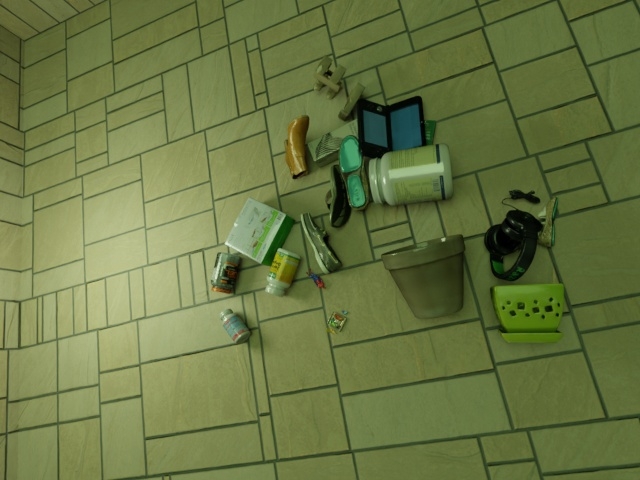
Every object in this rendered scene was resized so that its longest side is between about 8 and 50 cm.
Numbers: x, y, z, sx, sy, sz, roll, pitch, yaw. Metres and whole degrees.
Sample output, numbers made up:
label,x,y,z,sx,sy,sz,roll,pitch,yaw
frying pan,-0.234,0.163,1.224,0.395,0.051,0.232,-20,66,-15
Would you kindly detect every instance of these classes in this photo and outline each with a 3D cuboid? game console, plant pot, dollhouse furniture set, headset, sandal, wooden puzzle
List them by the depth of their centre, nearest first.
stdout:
label,x,y,z,sx,sy,sz,roll,pitch,yaw
plant pot,0.756,0.266,1.545,0.229,0.227,0.206,-4,83,18
headset,0.764,-0.027,1.618,0.186,0.243,0.393,14,63,-3
plant pot,0.433,0.147,1.659,0.324,0.323,0.280,-16,90,15
wooden puzzle,0.072,0.361,1.864,0.079,0.014,0.116,19,84,21
game console,0.313,-0.518,1.881,0.173,0.251,0.292,-31,56,57
sandal,0.073,-0.202,1.953,0.086,0.120,0.302,-14,70,45
dollhouse furniture set,0.063,-0.715,2.009,0.242,0.212,0.160,31,88,-5

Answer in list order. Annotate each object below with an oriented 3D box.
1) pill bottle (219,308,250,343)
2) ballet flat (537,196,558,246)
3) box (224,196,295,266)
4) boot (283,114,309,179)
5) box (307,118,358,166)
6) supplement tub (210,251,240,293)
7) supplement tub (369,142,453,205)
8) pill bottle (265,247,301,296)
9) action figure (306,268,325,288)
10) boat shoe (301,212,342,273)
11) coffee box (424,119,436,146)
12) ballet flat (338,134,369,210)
label,x,y,z,sx,sy,sz,roll,pitch,yaw
pill bottle,-0.406,0.401,1.979,0.087,0.087,0.160,-45,68,5
ballet flat,0.891,-0.076,1.656,0.067,0.073,0.206,5,75,34
box,-0.292,-0.041,2.018,0.231,0.127,0.261,25,87,23
boot,-0.094,-0.429,1.980,0.104,0.295,0.211,-11,75,-23
box,0.088,-0.463,2.001,0.275,0.094,0.113,-25,72,13
supplement tub,-0.462,0.158,2.038,0.117,0.117,0.190,8,81,20
supplement tub,0.386,-0.272,1.780,0.325,0.235,0.235,-6,76,18
pill bottle,-0.178,0.149,1.942,0.118,0.118,0.208,19,85,22
action figure,-0.017,0.180,1.928,0.038,0.030,0.115,-46,73,10
boat shoe,0.001,0.001,1.923,0.091,0.109,0.304,-27,77,11
coffee box,0.454,-0.455,1.903,0.113,0.040,0.183,7,81,22
ballet flat,0.157,-0.302,1.925,0.123,0.123,0.347,-11,83,16
